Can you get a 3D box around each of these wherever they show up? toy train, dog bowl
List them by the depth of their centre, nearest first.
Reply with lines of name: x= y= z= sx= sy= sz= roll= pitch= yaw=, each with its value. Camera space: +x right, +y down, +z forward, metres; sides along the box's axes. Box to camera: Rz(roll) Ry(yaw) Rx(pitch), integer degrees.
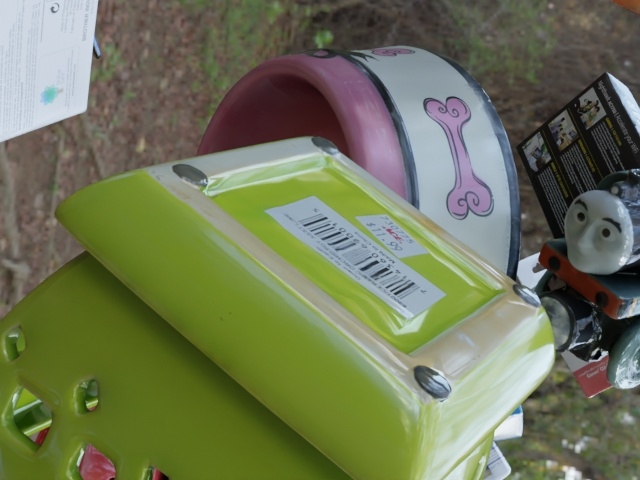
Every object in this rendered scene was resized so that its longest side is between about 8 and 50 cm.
toy train: x=0.329 y=0.010 z=0.921 sx=0.142 sy=0.333 sz=0.190 roll=43 pitch=-49 yaw=45
dog bowl: x=0.000 y=0.000 z=1.007 sx=0.408 sy=0.150 sz=0.408 roll=-12 pitch=-104 yaw=54

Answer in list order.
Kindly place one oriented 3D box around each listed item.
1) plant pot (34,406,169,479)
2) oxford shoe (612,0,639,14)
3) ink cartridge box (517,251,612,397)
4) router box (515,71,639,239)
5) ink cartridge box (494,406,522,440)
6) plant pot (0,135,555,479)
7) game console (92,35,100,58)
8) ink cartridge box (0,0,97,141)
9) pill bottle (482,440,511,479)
plant pot: x=-0.308 y=0.339 z=1.477 sx=0.191 sy=0.174 sz=0.191 roll=-36 pitch=-141 yaw=37
oxford shoe: x=0.328 y=-0.367 z=1.145 sx=0.364 sy=0.130 sz=0.133 roll=-118 pitch=-143 yaw=-51
ink cartridge box: x=0.347 y=0.091 z=1.346 sx=0.067 sy=0.115 sz=0.198 roll=-40 pitch=-106 yaw=42
router box: x=0.291 y=-0.071 z=1.084 sx=0.133 sy=0.046 sz=0.179 roll=-42 pitch=-138 yaw=31
ink cartridge box: x=0.278 y=0.270 z=1.878 sx=0.191 sy=0.139 sz=0.082 roll=-99 pitch=178 yaw=-46
plant pot: x=-0.027 y=0.080 z=0.513 sx=0.227 sy=0.228 sz=0.207 roll=-19 pitch=144 yaw=-59
game console: x=-0.495 y=-0.434 z=1.643 sx=0.293 sy=0.250 sz=0.173 roll=85 pitch=3 yaw=-60
ink cartridge box: x=-0.487 y=-0.254 z=1.333 sx=0.395 sy=0.151 sz=0.270 roll=-33 pitch=149 yaw=-45
pill bottle: x=0.163 y=0.258 z=1.391 sx=0.187 sy=0.112 sz=0.112 roll=59 pitch=-8 yaw=13
